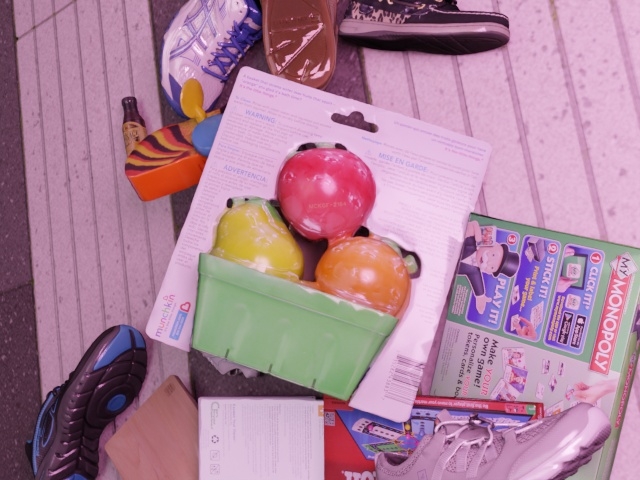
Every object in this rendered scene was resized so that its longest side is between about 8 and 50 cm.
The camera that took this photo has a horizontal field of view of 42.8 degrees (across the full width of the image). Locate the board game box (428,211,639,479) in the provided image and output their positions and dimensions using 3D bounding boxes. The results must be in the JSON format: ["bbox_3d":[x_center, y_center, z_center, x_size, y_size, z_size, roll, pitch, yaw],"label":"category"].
[{"bbox_3d":[0.232,0.144,0.909,0.214,0.046,0.317,15,95,37],"label":"board game box"}]

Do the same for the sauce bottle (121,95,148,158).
[{"bbox_3d":[-0.311,-0.179,1.366,0.042,0.042,0.128,-28,70,33],"label":"sauce bottle"}]

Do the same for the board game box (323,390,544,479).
[{"bbox_3d":[0.121,0.252,0.941,0.281,0.027,0.144,-5,84,38],"label":"board game box"}]

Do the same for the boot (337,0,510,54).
[{"bbox_3d":[0.134,-0.326,1.008,0.237,0.085,0.178,13,91,38],"label":"boot"}]

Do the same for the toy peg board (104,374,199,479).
[{"bbox_3d":[-0.215,0.319,1.235,0.160,0.079,0.161,-47,59,7],"label":"toy peg board"}]

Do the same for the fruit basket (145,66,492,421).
[{"bbox_3d":[0.000,0.000,0.981,0.327,0.165,0.352,17,76,4],"label":"fruit basket"}]

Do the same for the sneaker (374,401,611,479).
[{"bbox_3d":[0.156,0.220,0.832,0.281,0.105,0.115,-35,66,30],"label":"sneaker"}]

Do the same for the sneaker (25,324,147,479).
[{"bbox_3d":[-0.402,0.267,1.343,0.140,0.125,0.340,41,108,38],"label":"sneaker"}]

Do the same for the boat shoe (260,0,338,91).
[{"bbox_3d":[-0.035,-0.362,1.114,0.122,0.110,0.340,-1,88,5],"label":"boat shoe"}]

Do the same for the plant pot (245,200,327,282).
[{"bbox_3d":[-0.050,0.010,1.110,0.109,0.096,0.109,10,91,38],"label":"plant pot"}]

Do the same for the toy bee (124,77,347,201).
[{"bbox_3d":[-0.122,-0.145,1.166,0.195,0.299,0.162,101,169,-47],"label":"toy bee"}]

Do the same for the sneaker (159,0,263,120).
[{"bbox_3d":[-0.142,-0.316,1.206,0.131,0.112,0.296,23,100,37],"label":"sneaker"}]

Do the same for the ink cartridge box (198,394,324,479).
[{"bbox_3d":[-0.057,0.320,1.101,0.224,0.045,0.223,-2,84,18],"label":"ink cartridge box"}]

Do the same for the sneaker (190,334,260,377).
[{"bbox_3d":[-0.146,0.166,1.197,0.152,0.054,0.061,5,92,38],"label":"sneaker"}]
